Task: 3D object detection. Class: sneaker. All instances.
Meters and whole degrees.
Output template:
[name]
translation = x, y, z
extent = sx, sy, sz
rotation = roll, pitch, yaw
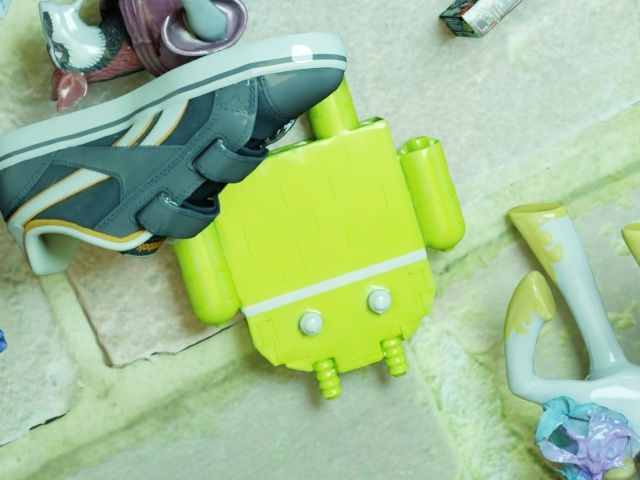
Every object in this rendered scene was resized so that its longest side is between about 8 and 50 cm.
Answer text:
[sneaker]
translation = -0.112, -0.062, 1.188
extent = 0.321, 0.126, 0.127
rotation = -18, 83, 25

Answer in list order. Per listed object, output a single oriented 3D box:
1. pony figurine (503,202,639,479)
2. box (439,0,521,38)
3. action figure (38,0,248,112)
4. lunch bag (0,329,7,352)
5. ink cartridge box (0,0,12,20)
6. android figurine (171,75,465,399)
[pony figurine]
translation = 0.319, 0.150, 1.271
extent = 0.351, 0.303, 0.363
rotation = -2, 104, 25
[box]
translation = 0.165, -0.224, 1.258
extent = 0.137, 0.094, 0.027
rotation = -43, 102, 0
[action figure]
translation = -0.091, -0.244, 1.212
extent = 0.370, 0.248, 0.275
rotation = -47, 144, 14
[lunch bag]
translation = -0.482, 0.074, 1.156
extent = 0.328, 0.239, 0.385
rotation = -44, 117, 0
[ink cartridge box]
translation = -0.330, -0.252, 1.164
extent = 0.097, 0.046, 0.207
rotation = -17, 124, 13
[android figurine]
translation = 0.000, 0.000, 1.291
extent = 0.248, 0.056, 0.273
rotation = -16, 98, -5
